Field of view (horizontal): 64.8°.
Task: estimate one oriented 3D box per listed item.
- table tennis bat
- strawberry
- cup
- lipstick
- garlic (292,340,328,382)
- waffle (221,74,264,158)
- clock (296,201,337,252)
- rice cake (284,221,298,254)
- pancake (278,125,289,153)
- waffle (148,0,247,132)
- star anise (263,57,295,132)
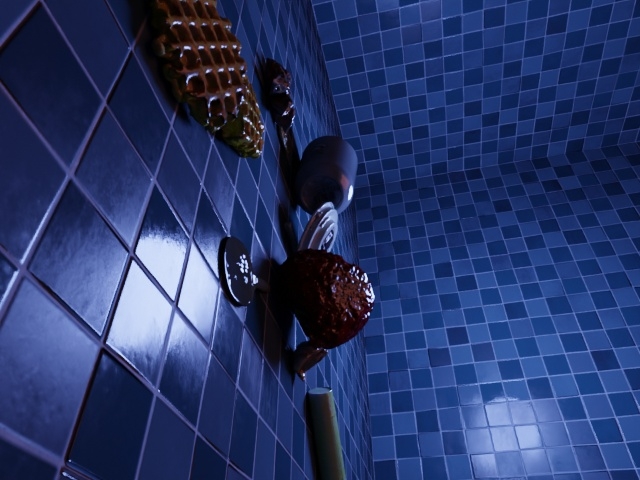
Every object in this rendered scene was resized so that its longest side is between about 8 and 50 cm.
[{"bbox_3d":[-0.147,0.072,0.999,0.234,0.022,0.131,52,30,-68],"label":"table tennis bat"},{"bbox_3d":[0.023,0.138,1.297,0.274,0.220,0.274,155,-90,-85],"label":"strawberry"},{"bbox_3d":[0.020,-0.214,1.698,0.312,0.205,0.206,-79,159,-63],"label":"cup"},{"bbox_3d":[0.021,0.566,1.401,0.076,0.076,0.305,-3,85,-81],"label":"lipstick"},{"bbox_3d":[-0.034,0.299,1.302,0.074,0.094,0.113,42,14,5],"label":"garlic"},{"bbox_3d":[-0.162,-0.259,1.068,0.211,0.055,0.161,51,32,-81],"label":"waffle"},{"bbox_3d":[0.000,0.000,1.514,0.236,0.053,0.237,-56,159,-35],"label":"clock"},{"bbox_3d":[-0.081,0.000,1.455,0.022,0.021,0.121,-67,149,-49],"label":"rice cake"},{"bbox_3d":[-0.113,-0.324,1.563,0.108,0.017,0.108,-11,90,-84],"label":"pancake"},{"bbox_3d":[-0.200,-0.321,0.837,0.238,0.058,0.244,40,47,-57],"label":"waffle"},{"bbox_3d":[-0.117,-0.432,1.467,0.197,0.073,0.213,42,38,-80],"label":"star anise"}]
